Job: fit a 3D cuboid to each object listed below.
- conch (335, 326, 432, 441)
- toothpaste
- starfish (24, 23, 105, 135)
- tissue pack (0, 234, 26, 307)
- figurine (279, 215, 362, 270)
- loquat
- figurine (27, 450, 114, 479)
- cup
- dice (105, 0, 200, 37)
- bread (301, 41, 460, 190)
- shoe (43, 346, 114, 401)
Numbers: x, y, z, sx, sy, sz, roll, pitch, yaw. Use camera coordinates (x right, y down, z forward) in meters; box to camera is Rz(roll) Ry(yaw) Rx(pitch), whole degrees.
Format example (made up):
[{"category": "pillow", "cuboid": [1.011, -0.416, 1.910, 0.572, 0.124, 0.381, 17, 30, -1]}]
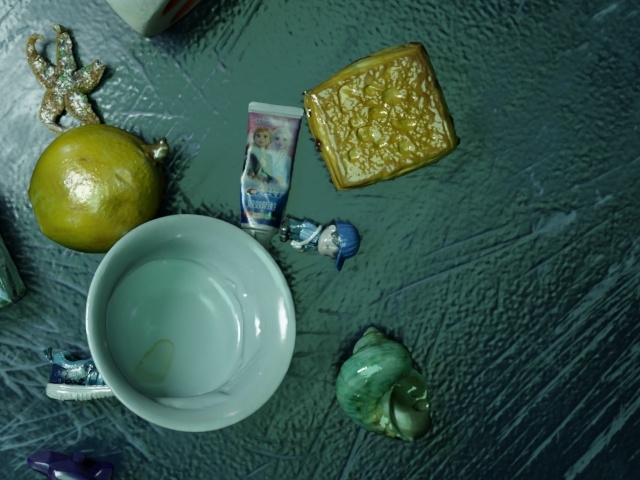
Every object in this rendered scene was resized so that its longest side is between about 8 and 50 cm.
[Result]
[{"category": "conch", "cuboid": [0.108, 0.249, 1.578, 0.176, 0.122, 0.188, -3, 97, -22]}, {"category": "toothpaste", "cuboid": [-0.094, -0.104, 1.581, 0.096, 0.061, 0.266, 8, 88, -1]}, {"category": "starfish", "cuboid": [-0.427, -0.262, 1.568, 0.150, 0.053, 0.209, -33, 99, 14]}, {"category": "tissue pack", "cuboid": [-0.688, 0.053, 1.537, 0.311, 0.128, 0.228, -22, 96, 1]}, {"category": "figurine", "cuboid": [0.003, -0.007, 1.586, 0.136, 0.077, 0.079, 26, 59, 12]}, {"category": "loquat", "cuboid": [-0.345, -0.093, 1.494, 0.246, 0.213, 0.213, -30, 95, 10]}, {"category": "figurine", "cuboid": [-0.457, 0.568, 1.583, 0.193, 0.154, 0.420, 24, 85, -39]}, {"category": "cup", "cuboid": [-0.229, 0.143, 1.507, 0.347, 0.163, 0.347, 7, 73, -26]}, {"category": "dice", "cuboid": [-0.275, -0.526, 1.429, 0.304, 0.277, 0.304, -45, 96, 1]}, {"category": "bread", "cuboid": [0.099, -0.206, 1.553, 0.235, 0.099, 0.210, -22, 97, -5]}, {"category": "shoe", "cuboid": [-0.371, 0.217, 1.578, 0.207, 0.091, 0.106, -3, 87, -6]}]
